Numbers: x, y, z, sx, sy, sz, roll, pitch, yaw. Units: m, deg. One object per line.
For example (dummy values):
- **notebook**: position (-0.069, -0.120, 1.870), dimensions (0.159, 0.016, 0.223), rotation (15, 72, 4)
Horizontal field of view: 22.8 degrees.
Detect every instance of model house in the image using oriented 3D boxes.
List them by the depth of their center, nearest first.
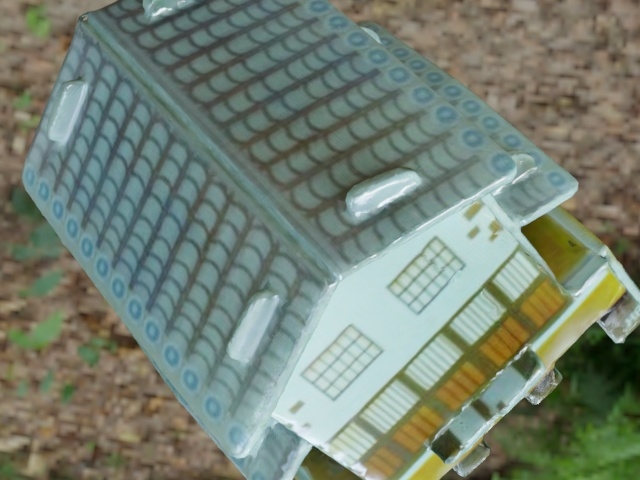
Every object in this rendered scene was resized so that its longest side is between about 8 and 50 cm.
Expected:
- **model house**: position (0.000, 0.000, 0.743), dimensions (0.224, 0.198, 0.215), rotation (47, -178, 41)
